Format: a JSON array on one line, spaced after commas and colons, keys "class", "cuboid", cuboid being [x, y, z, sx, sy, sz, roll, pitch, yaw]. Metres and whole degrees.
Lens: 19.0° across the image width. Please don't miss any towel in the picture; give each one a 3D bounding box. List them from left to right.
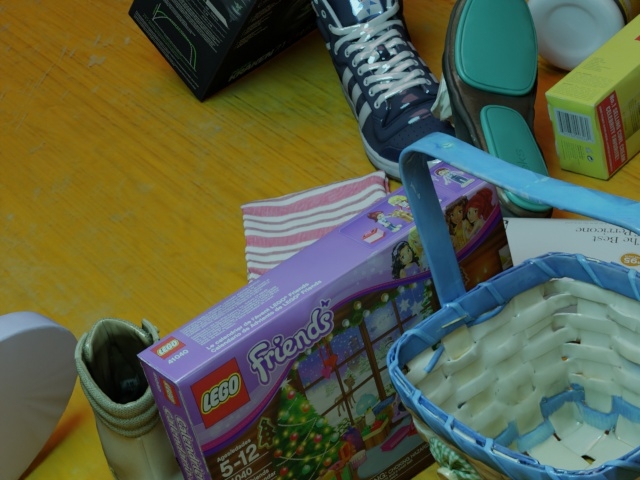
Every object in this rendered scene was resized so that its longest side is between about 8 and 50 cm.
[{"class": "towel", "cuboid": [0.000, 0.000, 1.718, 0.144, 0.029, 0.197, -13, 32, 3]}]

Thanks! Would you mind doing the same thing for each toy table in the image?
[{"class": "toy table", "cuboid": [-0.340, 0.136, 1.496, 0.161, 0.252, 0.274, 26, 38, 25]}]

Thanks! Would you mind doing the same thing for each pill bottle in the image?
[{"class": "pill bottle", "cuboid": [0.277, -0.256, 1.915, 0.103, 0.103, 0.184, 2, 37, 27]}]

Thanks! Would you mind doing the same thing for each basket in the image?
[{"class": "basket", "cuboid": [0.169, 0.079, 1.279, 0.201, 0.289, 0.255, -28, 31, -27]}]

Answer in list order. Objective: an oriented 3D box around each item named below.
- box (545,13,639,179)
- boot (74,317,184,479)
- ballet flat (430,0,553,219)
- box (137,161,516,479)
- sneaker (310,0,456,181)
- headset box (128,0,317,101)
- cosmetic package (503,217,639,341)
[{"class": "box", "cuboid": [0.303, -0.154, 1.766, 0.058, 0.087, 0.232, 19, 45, 42]}, {"class": "boot", "cuboid": [-0.142, 0.120, 1.468, 0.077, 0.165, 0.213, -18, 34, -4]}, {"class": "ballet flat", "cuboid": [0.144, -0.109, 1.704, 0.095, 0.096, 0.280, 16, 51, -21]}, {"class": "box", "cuboid": [0.023, 0.096, 1.402, 0.293, 0.201, 0.057, -33, 36, -23]}, {"class": "sneaker", "cuboid": [0.063, -0.173, 1.836, 0.099, 0.153, 0.282, -21, 33, -6]}, {"class": "headset box", "cuboid": [-0.040, -0.310, 1.962, 0.246, 0.283, 0.131, -36, 82, -29]}, {"class": "cosmetic package", "cuboid": [0.153, 0.029, 1.556, 0.239, 0.060, 0.099, 1, 38, 14]}]
